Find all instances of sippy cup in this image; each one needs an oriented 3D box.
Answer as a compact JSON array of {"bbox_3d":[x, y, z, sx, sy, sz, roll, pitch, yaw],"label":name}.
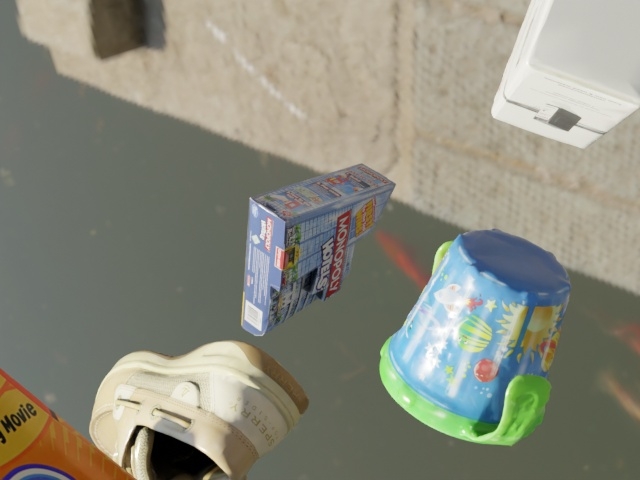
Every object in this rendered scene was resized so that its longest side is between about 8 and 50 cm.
[{"bbox_3d":[0.222,0.115,1.849,0.305,0.240,0.224,37,122,30],"label":"sippy cup"}]

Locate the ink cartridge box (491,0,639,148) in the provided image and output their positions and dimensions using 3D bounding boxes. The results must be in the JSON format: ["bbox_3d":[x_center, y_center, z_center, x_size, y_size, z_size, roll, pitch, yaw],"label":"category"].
[{"bbox_3d":[0.261,-0.212,1.327,0.114,0.273,0.197,21,86,1],"label":"ink cartridge box"}]

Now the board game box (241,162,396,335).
[{"bbox_3d":[0.000,0.000,1.595,0.060,0.194,0.194,34,137,29],"label":"board game box"}]

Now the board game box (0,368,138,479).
[{"bbox_3d":[-0.211,0.343,0.680,0.356,0.356,0.356,41,116,-8],"label":"board game box"}]

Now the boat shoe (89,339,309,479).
[{"bbox_3d":[-0.121,0.154,1.089,0.109,0.098,0.302,45,150,-16],"label":"boat shoe"}]
